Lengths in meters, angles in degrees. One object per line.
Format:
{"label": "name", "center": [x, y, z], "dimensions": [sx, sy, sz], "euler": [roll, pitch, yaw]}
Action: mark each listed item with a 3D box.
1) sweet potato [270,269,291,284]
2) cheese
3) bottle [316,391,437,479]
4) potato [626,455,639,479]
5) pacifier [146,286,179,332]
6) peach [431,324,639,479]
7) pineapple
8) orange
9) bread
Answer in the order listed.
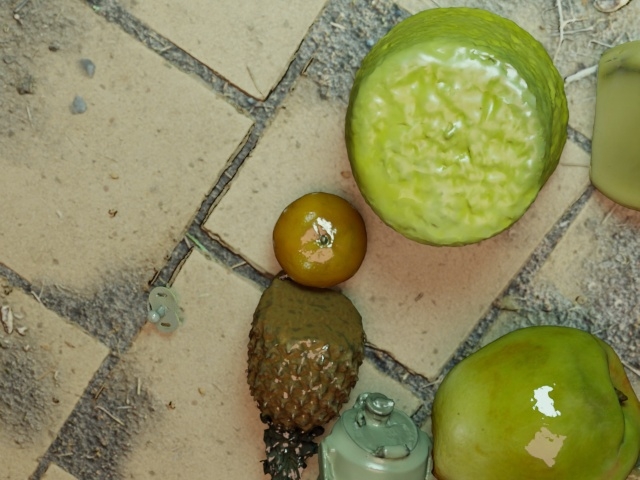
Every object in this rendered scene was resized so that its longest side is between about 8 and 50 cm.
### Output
{"label": "sweet potato", "center": [-0.044, 0.051, 1.863], "dimensions": [0.115, 0.026, 0.026], "euler": [-34, 98, 9]}
{"label": "cheese", "center": [0.546, -0.152, 1.619], "dimensions": [0.316, 0.128, 0.259], "euler": [15, 119, 33]}
{"label": "bottle", "center": [0.087, 0.426, 1.813], "dimensions": [0.229, 0.229, 0.351], "euler": [12, 118, 5]}
{"label": "potato", "center": [0.524, 0.425, 1.843], "dimensions": [0.269, 0.112, 0.255], "euler": [39, 106, -5]}
{"label": "pacifier", "center": [-0.279, 0.122, 1.894], "dimensions": [0.068, 0.064, 0.083], "euler": [3, 106, 25]}
{"label": "peach", "center": [0.333, 0.281, 1.729], "dimensions": [0.316, 0.314, 0.281], "euler": [-8, 127, 26]}
{"label": "pineapple", "center": [-0.046, 0.254, 1.844], "dimensions": [0.202, 0.202, 0.362], "euler": [17, 119, 3]}
{"label": "orange", "center": [0.000, 0.000, 1.785], "dimensions": [0.156, 0.124, 0.156], "euler": [0, 96, -5]}
{"label": "bread", "center": [0.198, -0.157, 1.626], "dimensions": [0.348, 0.308, 0.348], "euler": [2, 109, 7]}
